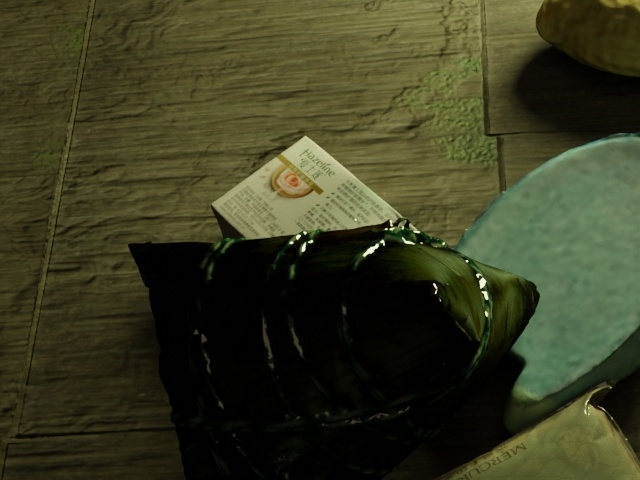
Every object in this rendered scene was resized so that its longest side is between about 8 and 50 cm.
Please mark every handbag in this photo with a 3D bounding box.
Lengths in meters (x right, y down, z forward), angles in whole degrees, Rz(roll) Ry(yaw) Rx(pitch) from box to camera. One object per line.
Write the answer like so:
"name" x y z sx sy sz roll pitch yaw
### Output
"handbag" 0.174 0.248 0.990 0.270 0.117 0.182 -28 57 0

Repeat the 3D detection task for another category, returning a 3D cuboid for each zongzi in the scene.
"zongzi" -0.006 0.161 1.000 0.383 0.319 0.362 -7 84 27

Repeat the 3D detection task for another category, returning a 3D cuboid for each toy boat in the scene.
"toy boat" 0.255 0.041 1.138 0.215 0.123 0.330 35 79 35

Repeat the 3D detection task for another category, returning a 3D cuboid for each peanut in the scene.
"peanut" 0.395 -0.252 1.285 0.305 0.147 0.147 -6 56 11

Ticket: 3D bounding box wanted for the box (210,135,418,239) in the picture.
"box" 0.000 0.000 1.206 0.135 0.081 0.199 -37 61 -16
